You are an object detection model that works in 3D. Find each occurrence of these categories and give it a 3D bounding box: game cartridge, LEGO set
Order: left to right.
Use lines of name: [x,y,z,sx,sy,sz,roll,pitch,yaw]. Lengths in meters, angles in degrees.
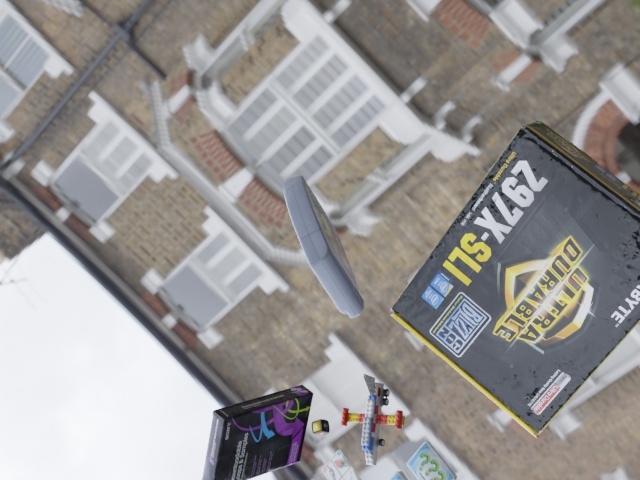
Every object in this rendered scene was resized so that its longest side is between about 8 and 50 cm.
game cartridge: [0.000,0.000,1.896,0.196,0.060,0.294,53,-170,-36]
LEGO set: [0.071,0.330,1.439,0.060,0.182,0.244,23,-159,-46]

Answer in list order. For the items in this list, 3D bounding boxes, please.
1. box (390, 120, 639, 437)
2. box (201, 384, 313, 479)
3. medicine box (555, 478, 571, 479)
box: [0.277,0.049,1.208,0.257,0.322,0.079,41,-151,15]
box: [-0.085,0.269,1.296,0.162,0.116,0.029,-8,-153,-42]
medicine box: [0.428,0.598,1.656,0.149,0.289,0.263,0,-177,-14]
